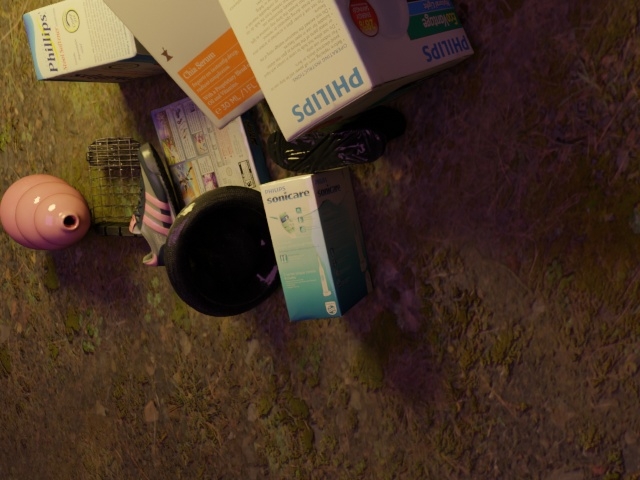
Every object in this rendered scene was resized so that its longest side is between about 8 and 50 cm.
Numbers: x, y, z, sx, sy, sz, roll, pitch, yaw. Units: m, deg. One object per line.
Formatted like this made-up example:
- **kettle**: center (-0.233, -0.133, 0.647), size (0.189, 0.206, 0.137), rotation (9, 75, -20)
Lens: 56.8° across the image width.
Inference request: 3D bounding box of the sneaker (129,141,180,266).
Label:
- **sneaker**: center (-0.418, -0.077, 1.455), size (0.131, 0.112, 0.319), rotation (-14, 110, -5)

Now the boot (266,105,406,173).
- **boot**: center (0.039, -0.212, 1.218), size (0.246, 0.207, 0.094), rotation (-1, 112, 20)

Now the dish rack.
- **dish rack**: center (-0.520, -0.137, 1.564), size (0.208, 0.074, 0.271), rotation (2, 101, 22)

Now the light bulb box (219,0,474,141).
- **light bulb box**: center (0.039, -0.419, 1.057), size (0.225, 0.358, 0.361), rotation (-20, 98, 46)

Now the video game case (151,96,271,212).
- **video game case**: center (-0.265, -0.218, 1.434), size (0.244, 0.061, 0.269), rotation (-13, 96, 25)

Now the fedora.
- **fedora**: center (-0.228, 0.010, 1.386), size (0.152, 0.334, 0.334), rotation (37, 118, 49)

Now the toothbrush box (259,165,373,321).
- **toothbrush box**: center (0.000, 0.000, 1.281), size (0.126, 0.216, 0.295), rotation (-8, 99, 25)

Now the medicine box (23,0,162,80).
- **medicine box**: center (-0.461, -0.458, 1.355), size (0.289, 0.263, 0.149), rotation (-4, 100, 25)

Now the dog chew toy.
- **dog chew toy**: center (-0.700, -0.066, 1.539), size (0.332, 0.207, 0.206), rotation (12, 108, 51)

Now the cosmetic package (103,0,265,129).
- **cosmetic package**: center (-0.246, -0.468, 1.137), size (0.230, 0.161, 0.453), rotation (-27, 117, 33)
